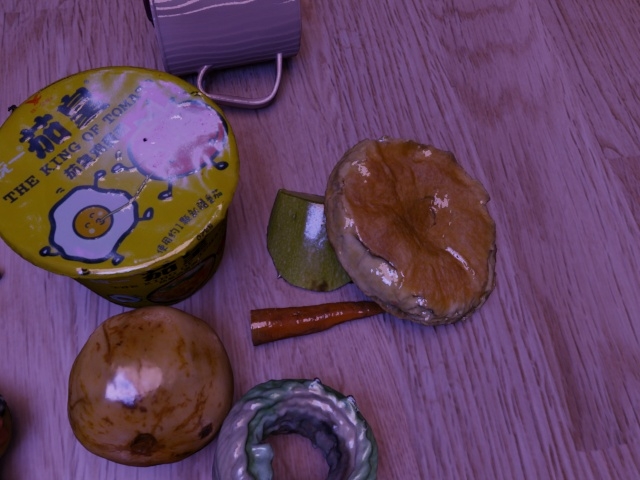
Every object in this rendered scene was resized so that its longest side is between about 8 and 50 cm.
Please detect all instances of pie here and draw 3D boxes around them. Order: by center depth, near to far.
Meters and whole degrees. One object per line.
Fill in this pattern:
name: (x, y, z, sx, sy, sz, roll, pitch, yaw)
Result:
pie: (0.155, -0.027, 0.897, 0.339, 0.083, 0.340, 10, 65, -22)

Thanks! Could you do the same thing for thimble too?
thimble: (-0.036, 0.295, 0.716, 0.218, 0.150, 0.219, 7, 52, -9)

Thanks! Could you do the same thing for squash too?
squash: (0.001, -0.013, 0.917, 0.191, 0.085, 0.184, 9, 64, 2)

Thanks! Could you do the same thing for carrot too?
carrot: (-0.002, 0.120, 0.876, 0.224, 0.057, 0.057, -9, 66, -11)

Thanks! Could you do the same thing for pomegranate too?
pomegranate: (-0.228, 0.191, 0.751, 0.215, 0.215, 0.216, 2, 65, -3)

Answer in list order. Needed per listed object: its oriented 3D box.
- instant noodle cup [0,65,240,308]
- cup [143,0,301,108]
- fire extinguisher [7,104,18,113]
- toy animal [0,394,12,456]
instant noodle cup: (-0.276, -0.050, 0.820, 0.325, 0.254, 0.326, 2, 65, -4)
cup: (-0.178, -0.405, 1.021, 0.272, 0.208, 0.289, -11, 65, -10)
fire extinguisher: (-0.511, -0.189, 0.991, 0.049, 0.035, 0.173, -33, 74, -14)
toy animal: (-0.475, 0.302, 0.702, 0.168, 0.195, 0.282, -17, 65, 32)
